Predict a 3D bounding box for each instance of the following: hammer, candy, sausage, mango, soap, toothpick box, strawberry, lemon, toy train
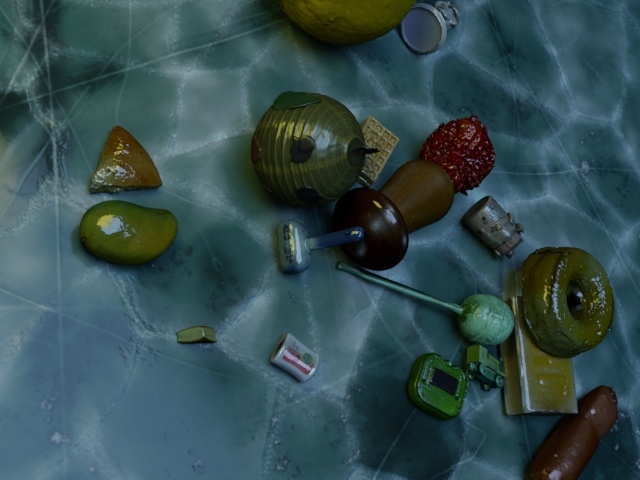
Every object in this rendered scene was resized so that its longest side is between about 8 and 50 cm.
[{"bbox_3d":[0.000,0.000,1.799,0.069,0.193,0.116,24,56,-63],"label":"hammer"},{"bbox_3d":[0.237,0.127,1.944,0.439,0.119,0.119,21,65,-12],"label":"candy"},{"bbox_3d":[0.596,0.470,2.019,0.348,0.094,0.097,-42,109,-33],"label":"sausage"},{"bbox_3d":[-0.366,-0.014,1.655,0.191,0.085,0.122,8,68,-25],"label":"mango"},{"bbox_3d":[0.511,0.275,2.037,0.173,0.089,0.274,6,70,-27],"label":"soap"},{"bbox_3d":[0.161,-0.062,1.899,0.294,0.192,0.192,-36,93,-37],"label":"toothpick box"},{"bbox_3d":[0.331,-0.207,2.033,0.186,0.201,0.184,8,51,-7],"label":"strawberry"},{"bbox_3d":[0.059,-0.601,1.945,0.336,0.336,0.336,9,71,-26],"label":"lemon"},{"bbox_3d":[0.377,0.294,1.974,0.122,0.050,0.081,33,51,-34],"label":"toy train"}]

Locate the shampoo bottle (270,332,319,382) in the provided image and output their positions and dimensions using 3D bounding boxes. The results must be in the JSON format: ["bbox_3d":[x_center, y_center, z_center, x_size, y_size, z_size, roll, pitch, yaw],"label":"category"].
[{"bbox_3d":[-0.047,0.246,1.770,0.099,0.043,0.072,37,61,-13],"label":"shampoo bottle"}]

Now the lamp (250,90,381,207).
[{"bbox_3d":[-0.002,-0.184,1.794,0.250,0.284,0.250,-15,108,-56],"label":"lamp"}]

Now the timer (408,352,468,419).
[{"bbox_3d":[0.264,0.323,1.911,0.140,0.047,0.128,32,62,-18],"label":"timer"}]

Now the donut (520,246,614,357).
[{"bbox_3d":[0.586,0.137,2.014,0.272,0.107,0.272,9,70,-28],"label":"donut"}]

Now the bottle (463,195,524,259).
[{"bbox_3d":[0.427,-0.028,2.082,0.152,0.099,0.099,46,59,-7],"label":"bottle"}]

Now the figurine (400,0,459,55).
[{"bbox_3d":[0.289,-0.549,2.170,0.132,0.132,0.153,54,46,-3],"label":"figurine"}]

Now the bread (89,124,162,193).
[{"bbox_3d":[-0.375,-0.140,1.711,0.136,0.054,0.154,28,66,-22],"label":"bread"}]

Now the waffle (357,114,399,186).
[{"bbox_3d":[0.112,-0.206,1.998,0.102,0.042,0.148,39,61,-12],"label":"waffle"}]

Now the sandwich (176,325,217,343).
[{"bbox_3d":[-0.237,0.185,1.689,0.083,0.044,0.031,0,70,-31],"label":"sandwich"}]
